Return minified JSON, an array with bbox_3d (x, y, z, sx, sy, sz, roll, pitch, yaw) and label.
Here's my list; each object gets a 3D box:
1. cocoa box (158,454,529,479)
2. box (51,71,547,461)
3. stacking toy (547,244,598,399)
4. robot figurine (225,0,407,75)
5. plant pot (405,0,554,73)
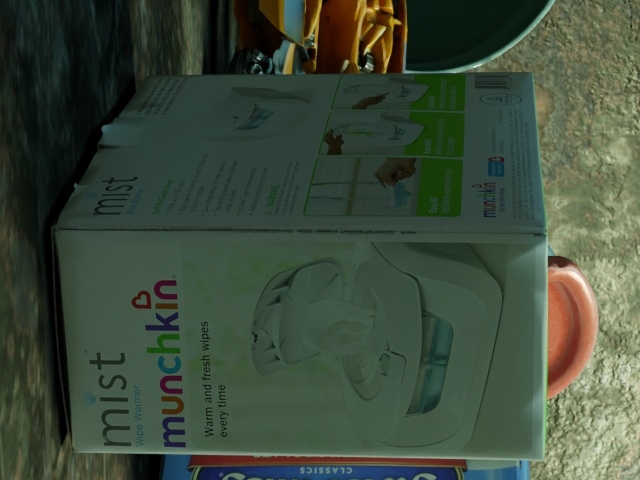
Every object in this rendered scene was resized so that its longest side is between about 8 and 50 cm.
[{"bbox_3d":[0.025,0.203,1.275,0.347,0.231,0.228,84,8,-53],"label":"cocoa box"},{"bbox_3d":[0.000,0.000,0.974,0.262,0.231,0.127,-80,168,-69],"label":"box"},{"bbox_3d":[0.046,0.049,1.480,0.279,0.309,0.130,63,1,-43],"label":"stacking toy"},{"bbox_3d":[0.000,-0.129,1.437,0.211,0.085,0.291,19,70,-52],"label":"robot figurine"},{"bbox_3d":[0.054,-0.296,1.650,0.196,0.293,0.293,-162,-111,-66],"label":"plant pot"}]
